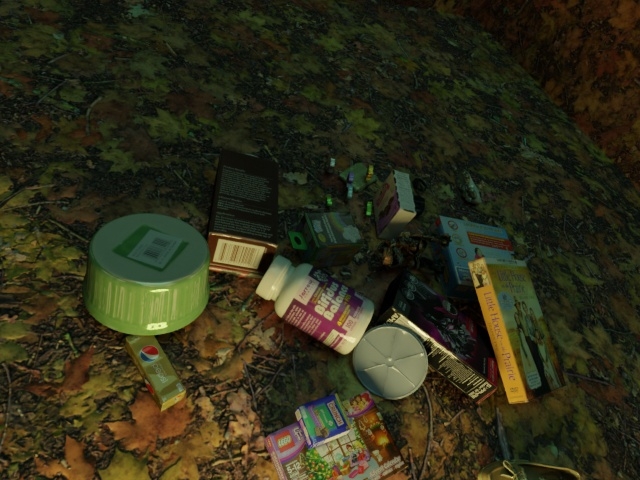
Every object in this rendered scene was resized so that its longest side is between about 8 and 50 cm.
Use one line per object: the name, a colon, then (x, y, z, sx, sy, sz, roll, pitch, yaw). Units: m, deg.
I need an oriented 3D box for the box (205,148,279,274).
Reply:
box: (-0.232, -0.095, 1.339, 0.191, 0.143, 0.381, 12, 46, -16)

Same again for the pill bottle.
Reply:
pill bottle: (-0.018, 0.168, 1.230, 0.302, 0.169, 0.169, 30, 47, 0)

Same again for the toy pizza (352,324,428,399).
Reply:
toy pizza: (0.189, 0.329, 1.219, 0.201, 0.201, 0.032, 41, 5, 9)

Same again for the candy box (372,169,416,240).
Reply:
candy box: (0.258, -0.124, 1.593, 0.070, 0.165, 0.196, 13, 49, -17)

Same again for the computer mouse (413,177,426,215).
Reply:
computer mouse: (0.384, -0.173, 1.784, 0.071, 0.041, 0.242, 14, 42, 8)

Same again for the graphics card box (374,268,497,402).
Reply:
graphics card box: (0.349, 0.269, 1.317, 0.371, 0.094, 0.233, 37, 32, 1)

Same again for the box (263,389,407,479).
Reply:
box: (0.038, 0.506, 1.061, 0.293, 0.057, 0.201, -12, 59, -32)

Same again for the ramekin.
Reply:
ramekin: (-0.416, 0.067, 1.096, 0.304, 0.148, 0.303, 14, 36, -10)

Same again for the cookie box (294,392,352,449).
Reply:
cookie box: (0.007, 0.421, 1.048, 0.107, 0.040, 0.091, -8, 54, -30)

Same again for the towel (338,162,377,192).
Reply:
towel: (0.146, -0.247, 1.732, 0.110, 0.027, 0.148, 43, 49, 13)

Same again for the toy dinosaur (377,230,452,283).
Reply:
toy dinosaur: (0.319, 0.019, 1.513, 0.218, 0.164, 0.322, 14, 42, 25)

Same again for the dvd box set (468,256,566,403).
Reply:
dvd box set: (0.615, 0.262, 1.392, 0.308, 0.062, 0.420, 7, 66, -43)

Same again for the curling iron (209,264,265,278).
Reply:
curling iron: (-0.218, 0.080, 1.298, 0.274, 0.035, 0.068, 14, 49, -15)

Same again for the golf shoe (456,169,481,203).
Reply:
golf shoe: (0.644, -0.225, 1.935, 0.086, 0.069, 0.176, 22, 47, -35)

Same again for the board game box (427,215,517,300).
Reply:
board game box: (0.572, 0.073, 1.634, 0.308, 0.086, 0.301, 10, 50, -17)

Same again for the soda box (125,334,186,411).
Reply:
soda box: (-0.383, 0.294, 1.032, 0.058, 0.061, 0.181, -23, 67, -37)

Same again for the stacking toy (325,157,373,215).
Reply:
stacking toy: (0.108, -0.199, 1.633, 0.167, 0.052, 0.221, 10, 57, -7)

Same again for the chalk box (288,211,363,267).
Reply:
chalk box: (0.000, 0.000, 1.399, 0.213, 0.132, 0.132, -4, 57, -26)

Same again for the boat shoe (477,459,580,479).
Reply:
boat shoe: (0.547, 0.626, 1.178, 0.285, 0.089, 0.104, 5, 53, -21)
